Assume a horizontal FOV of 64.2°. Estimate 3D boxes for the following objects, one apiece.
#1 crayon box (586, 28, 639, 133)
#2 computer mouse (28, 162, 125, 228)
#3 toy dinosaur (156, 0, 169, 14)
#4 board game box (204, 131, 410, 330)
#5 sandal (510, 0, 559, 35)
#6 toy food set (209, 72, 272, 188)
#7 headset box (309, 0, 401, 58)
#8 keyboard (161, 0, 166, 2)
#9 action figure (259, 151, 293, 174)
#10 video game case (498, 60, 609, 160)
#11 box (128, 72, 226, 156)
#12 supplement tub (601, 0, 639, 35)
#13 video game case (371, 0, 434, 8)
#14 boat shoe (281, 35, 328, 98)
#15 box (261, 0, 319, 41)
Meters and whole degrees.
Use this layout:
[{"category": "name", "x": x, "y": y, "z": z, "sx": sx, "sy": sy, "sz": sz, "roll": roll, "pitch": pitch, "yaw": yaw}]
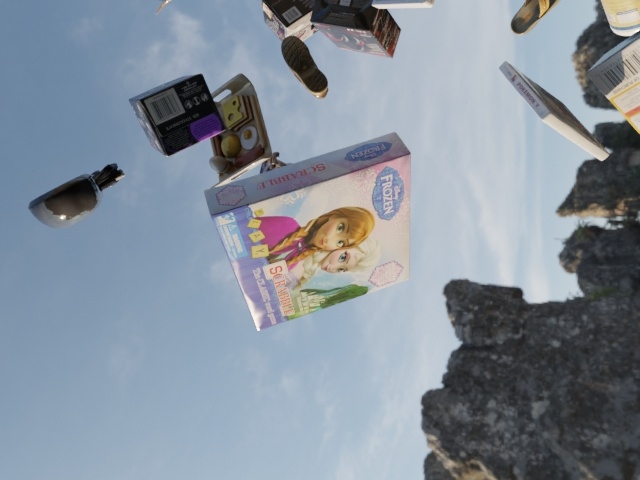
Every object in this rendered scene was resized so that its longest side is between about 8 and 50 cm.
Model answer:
[{"category": "crayon box", "x": 0.666, "y": -0.246, "z": 0.897, "sx": 0.083, "sy": 0.203, "sz": 0.323, "roll": -42, "pitch": -88, "yaw": -22}, {"category": "computer mouse", "x": -0.465, "y": -0.076, "z": 0.973, "sx": 0.188, "sy": 0.272, "sz": 0.072, "roll": -30, "pitch": -73, "yaw": -11}, {"category": "toy dinosaur", "x": -0.439, "y": -0.783, "z": 1.603, "sx": 0.112, "sy": 0.211, "sz": 0.064, "roll": -34, "pitch": -68, "yaw": -33}, {"category": "board game box", "x": 0.000, "y": 0.000, "z": 0.884, "sx": 0.319, "sy": 0.317, "sz": 0.066, "roll": 78, "pitch": 171, "yaw": -48}, {"category": "sandal", "x": 0.499, "y": -0.551, "z": 1.177, "sx": 0.049, "sy": 0.180, "sz": 0.072, "roll": -23, "pitch": -109, "yaw": -35}, {"category": "toy food set", "x": -0.282, "y": -0.331, "z": 1.564, "sx": 0.092, "sy": 0.219, "sz": 0.307, "roll": 11, "pitch": -122, "yaw": -56}, {"category": "headset box", "x": 0.130, "y": -0.716, "z": 1.713, "sx": 0.293, "sy": 0.217, "sz": 0.110, "roll": -1, "pitch": -71, "yaw": -67}, {"category": "keyboard", "x": -0.500, "y": -0.636, "z": 1.227, "sx": 0.255, "sy": 0.072, "sz": 0.014, "roll": 15, "pitch": -93, "yaw": -14}, {"category": "action figure", "x": -0.120, "y": -0.238, "z": 1.769, "sx": 0.185, "sy": 0.285, "sz": 0.099, "roll": 36, "pitch": -104, "yaw": -26}, {"category": "video game case", "x": 0.448, "y": -0.250, "z": 0.981, "sx": 0.201, "sy": 0.023, "sz": 0.184, "roll": 18, "pitch": -141, "yaw": -31}, {"category": "box", "x": -0.364, "y": -0.319, "z": 1.278, "sx": 0.165, "sy": 0.270, "sz": 0.144, "roll": -29, "pitch": -66, "yaw": -16}, {"category": "supplement tub", "x": 0.709, "y": -0.587, "z": 1.153, "sx": 0.200, "sy": 0.144, "sz": 0.144, "roll": 46, "pitch": -124, "yaw": -31}, {"category": "video game case", "x": 0.088, "y": -0.265, "z": 0.439, "sx": 0.011, "sy": 0.087, "sz": 0.122, "roll": 9, "pitch": -73, "yaw": -29}, {"category": "boat shoe", "x": -0.039, "y": -0.413, "z": 1.231, "sx": 0.178, "sy": 0.064, "sz": 0.060, "roll": 58, "pitch": 180, "yaw": 14}, {"category": "box", "x": -0.066, "y": -0.847, "z": 1.862, "sx": 0.247, "sy": 0.163, "sz": 0.142, "roll": -37, "pitch": -11, "yaw": -7}]
